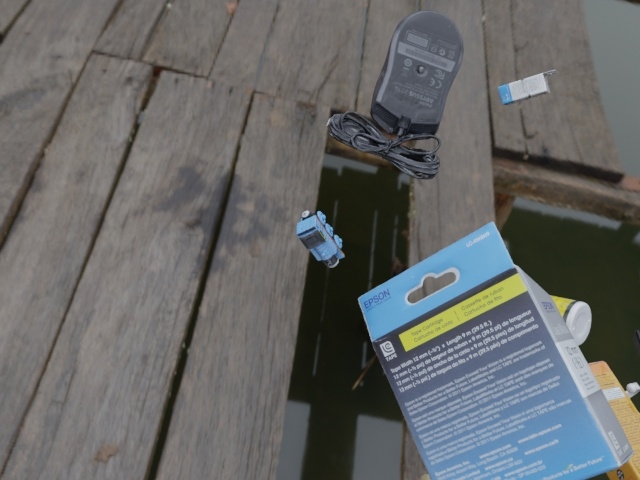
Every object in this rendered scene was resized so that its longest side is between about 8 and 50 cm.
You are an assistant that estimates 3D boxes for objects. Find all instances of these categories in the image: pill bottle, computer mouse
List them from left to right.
[{"bbox_3d":[0.138,-0.241,1.140,0.189,0.072,0.272,24,79,-3],"label":"computer mouse"},{"bbox_3d":[0.603,0.204,1.899,0.209,0.119,0.119,10,36,46],"label":"pill bottle"}]

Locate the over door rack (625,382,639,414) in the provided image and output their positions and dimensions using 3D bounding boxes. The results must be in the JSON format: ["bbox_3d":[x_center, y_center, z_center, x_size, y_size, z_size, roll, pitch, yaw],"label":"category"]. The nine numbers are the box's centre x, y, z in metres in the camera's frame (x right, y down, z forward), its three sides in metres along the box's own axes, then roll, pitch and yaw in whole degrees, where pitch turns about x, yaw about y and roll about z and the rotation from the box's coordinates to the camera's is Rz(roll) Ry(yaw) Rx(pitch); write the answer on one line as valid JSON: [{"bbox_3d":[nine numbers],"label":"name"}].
[{"bbox_3d":[0.527,0.447,1.308,0.324,0.108,0.239,-37,60,8],"label":"over door rack"}]

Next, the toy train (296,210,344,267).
[{"bbox_3d":[0.000,0.000,1.994,0.080,0.184,0.105,-22,34,20],"label":"toy train"}]

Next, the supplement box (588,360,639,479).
[{"bbox_3d":[0.514,0.331,1.236,0.080,0.078,0.233,-9,47,-16],"label":"supplement box"}]

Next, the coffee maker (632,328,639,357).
[{"bbox_3d":[0.876,0.314,1.819,0.120,0.171,0.178,9,49,-12],"label":"coffee maker"}]

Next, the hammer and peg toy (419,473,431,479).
[{"bbox_3d":[0.211,0.495,1.173,0.266,0.361,0.127,40,40,-33],"label":"hammer and peg toy"}]

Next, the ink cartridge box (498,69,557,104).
[{"bbox_3d":[0.313,-0.228,1.057,0.083,0.028,0.048,-14,2,25],"label":"ink cartridge box"}]

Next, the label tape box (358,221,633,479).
[{"bbox_3d":[0.233,0.185,0.998,0.115,0.249,0.347,10,53,-56],"label":"label tape box"}]
